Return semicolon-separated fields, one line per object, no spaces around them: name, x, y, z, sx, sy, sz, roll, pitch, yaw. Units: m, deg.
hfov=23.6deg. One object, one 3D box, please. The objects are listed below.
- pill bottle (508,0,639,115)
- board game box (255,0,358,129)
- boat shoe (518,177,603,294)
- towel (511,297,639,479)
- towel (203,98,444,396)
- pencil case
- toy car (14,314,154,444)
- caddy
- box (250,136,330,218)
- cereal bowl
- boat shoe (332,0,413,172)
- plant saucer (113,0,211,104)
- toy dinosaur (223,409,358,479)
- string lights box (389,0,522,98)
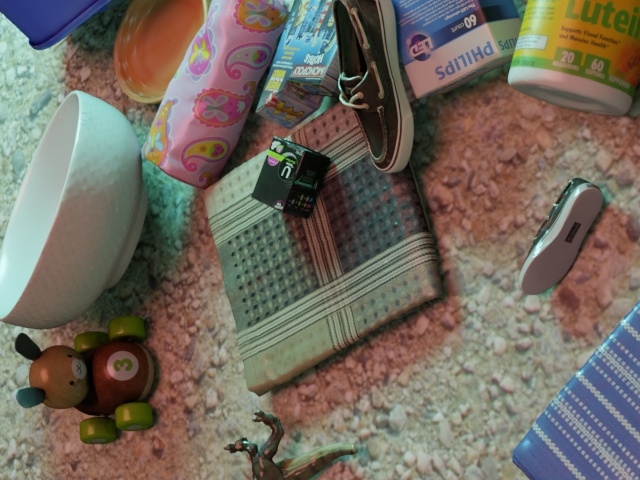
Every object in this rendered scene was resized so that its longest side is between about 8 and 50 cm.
pill bottle;0.297;-0.269;1.656;0.136;0.136;0.245;14;89;44
board game box;0.000;-0.232;1.921;0.194;0.060;0.194;20;86;63
boat shoe;0.261;-0.005;1.688;0.142;0.049;0.040;-58;29;13
towel;0.364;0.174;1.531;0.336;0.040;0.243;-51;48;10
towel;0.000;0.000;1.933;0.324;0.056;0.312;-30;63;32
pencil case;-0.137;-0.212;2.063;0.124;0.124;0.284;33;102;43
toy car;-0.337;0.183;2.091;0.149;0.188;0.155;-24;64;37
caddy;-0.341;-0.422;2.259;0.341;0.179;0.241;-30;30;34
box;-0.037;-0.078;1.909;0.062;0.052;0.083;27;99;41
cereal bowl;-0.334;-0.030;2.142;0.339;0.141;0.339;-52;28;42
boat shoe;0.053;-0.183;1.805;0.078;0.070;0.219;1;104;53
plant saucer;-0.221;-0.291;2.216;0.200;0.037;0.200;-13;71;41
toy dinosaur;-0.065;0.283;1.905;0.268;0.064;0.118;-40;61;26
string lights box;0.132;-0.313;1.796;0.133;0.077;0.259;-23;87;40
